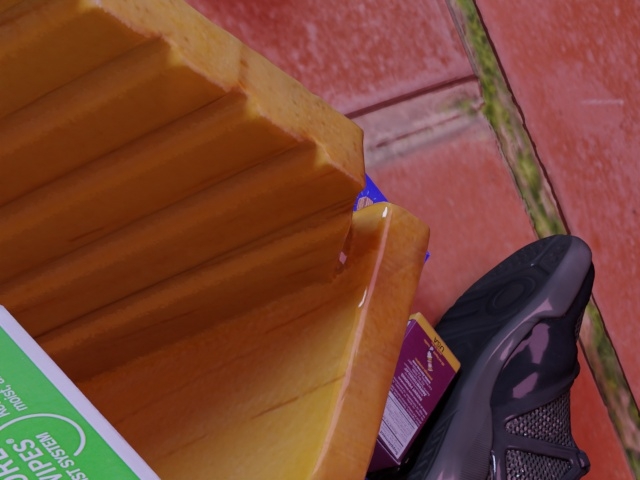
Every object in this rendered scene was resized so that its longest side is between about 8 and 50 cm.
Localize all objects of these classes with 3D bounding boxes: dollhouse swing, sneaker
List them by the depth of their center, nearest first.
[{"bbox_3d":[-0.166,0.103,0.537,0.347,0.315,0.305,33,44,-44],"label":"dollhouse swing"},{"bbox_3d":[0.118,0.107,1.016,0.130,0.087,0.227,46,52,-24],"label":"sneaker"}]

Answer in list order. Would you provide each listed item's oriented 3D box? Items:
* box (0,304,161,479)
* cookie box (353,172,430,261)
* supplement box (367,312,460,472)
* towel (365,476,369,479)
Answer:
[{"bbox_3d":[-0.152,0.185,0.467,0.231,0.127,0.262,-19,126,-27],"label":"box"},{"bbox_3d":[0.000,0.000,0.971,0.107,0.040,0.092,52,47,-17],"label":"cookie box"},{"bbox_3d":[0.032,0.086,0.960,0.043,0.055,0.083,52,48,-17],"label":"supplement box"},{"bbox_3d":[-0.008,0.271,0.839,0.227,0.076,0.308,46,47,-25],"label":"towel"}]
